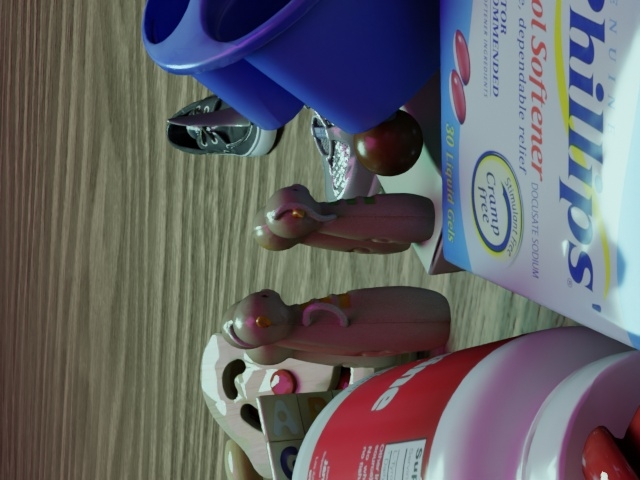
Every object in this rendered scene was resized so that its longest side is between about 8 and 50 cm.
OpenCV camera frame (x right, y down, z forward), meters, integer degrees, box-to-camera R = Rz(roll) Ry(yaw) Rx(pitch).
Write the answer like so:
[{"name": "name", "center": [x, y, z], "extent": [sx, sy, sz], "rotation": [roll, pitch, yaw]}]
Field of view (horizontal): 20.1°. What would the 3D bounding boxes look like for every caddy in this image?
[{"name": "caddy", "center": [0.003, -0.242, 1.388], "extent": [0.241, 0.179, 0.341], "rotation": [6, 60, 51]}]

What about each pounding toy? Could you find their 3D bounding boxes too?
[{"name": "pounding toy", "center": [-0.007, 0.140, 1.776], "extent": [0.269, 0.155, 0.154], "rotation": [-30, 78, 33]}]

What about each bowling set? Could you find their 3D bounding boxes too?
[{"name": "bowling set", "center": [0.000, 0.000, 1.388], "extent": [0.287, 0.154, 0.199], "rotation": [126, 144, -77]}]

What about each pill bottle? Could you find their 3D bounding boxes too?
[{"name": "pill bottle", "center": [0.149, 0.183, 1.303], "extent": [0.408, 0.229, 0.229], "rotation": [156, 105, -66]}]

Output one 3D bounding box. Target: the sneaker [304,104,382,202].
[{"name": "sneaker", "center": [-0.003, -0.162, 1.706], "extent": [0.105, 0.115, 0.281], "rotation": [175, 88, -67]}]

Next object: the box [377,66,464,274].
[{"name": "box", "center": [0.095, -0.105, 1.501], "extent": [0.094, 0.113, 0.275], "rotation": [107, 149, -46]}]

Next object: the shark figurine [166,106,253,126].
[{"name": "shark figurine", "center": [-0.035, -0.224, 1.619], "extent": [0.116, 0.166, 0.278], "rotation": [25, 104, 26]}]

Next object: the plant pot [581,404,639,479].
[{"name": "plant pot", "center": [0.253, 0.137, 1.018], "extent": [0.191, 0.174, 0.191], "rotation": [55, -174, -9]}]

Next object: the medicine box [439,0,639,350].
[{"name": "medicine box", "center": [0.205, -0.091, 1.191], "extent": [0.289, 0.149, 0.263], "rotation": [-153, 59, -64]}]

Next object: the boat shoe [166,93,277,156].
[{"name": "boat shoe", "center": [-0.118, -0.132, 2.041], "extent": [0.228, 0.076, 0.080], "rotation": [-174, 77, -67]}]

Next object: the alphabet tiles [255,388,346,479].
[{"name": "alphabet tiles", "center": [0.059, 0.220, 1.531], "extent": [0.009, 0.237, 0.198], "rotation": [-28, 70, 46]}]
